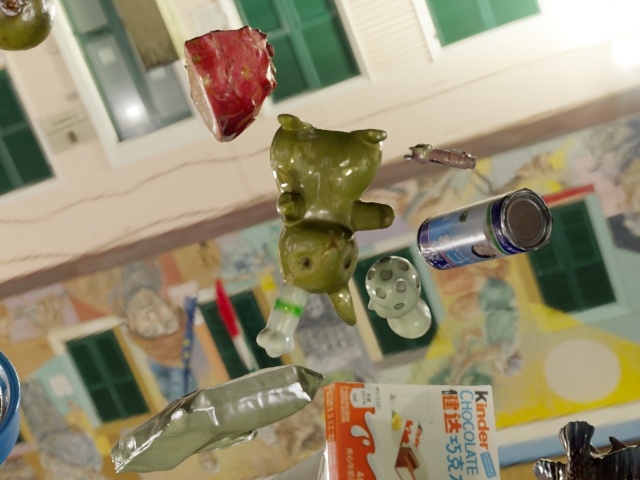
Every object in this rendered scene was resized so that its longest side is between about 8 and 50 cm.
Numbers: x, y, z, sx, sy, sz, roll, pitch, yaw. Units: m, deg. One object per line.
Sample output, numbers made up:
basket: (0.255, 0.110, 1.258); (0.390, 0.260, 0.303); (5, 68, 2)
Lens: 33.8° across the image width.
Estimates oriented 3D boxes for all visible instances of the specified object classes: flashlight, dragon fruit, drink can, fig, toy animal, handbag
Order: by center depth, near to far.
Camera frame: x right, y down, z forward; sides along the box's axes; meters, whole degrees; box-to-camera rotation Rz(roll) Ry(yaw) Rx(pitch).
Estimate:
fig: (-0.475, -0.353, 1.548); (0.142, 0.148, 0.186); (2, -175, -41)
toy animal: (0.397, 0.374, 1.571); (0.218, 0.116, 0.180); (-21, -138, 45)
toy animal: (0.005, -0.012, 1.579); (0.181, 0.363, 0.180); (5, 163, -16)
flashlight: (0.184, -0.130, 1.614); (0.110, 0.031, 0.052); (11, -148, 16)
drink can: (0.250, -0.014, 1.634); (0.097, 0.097, 0.235); (-29, -174, -28)
handbag: (-0.176, 0.296, 1.730); (0.253, 0.109, 0.315); (-32, 167, 38)
dragon fruit: (-0.160, -0.267, 1.870); (0.163, 0.189, 0.262); (1, 165, -4)

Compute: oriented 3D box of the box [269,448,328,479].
box: (-0.036, 0.474, 1.653); (0.260, 0.194, 0.111); (-34, -161, 21)

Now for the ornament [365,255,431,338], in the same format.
ornament: (0.103, 0.077, 1.423); (0.081, 0.075, 0.156); (-30, 152, 2)

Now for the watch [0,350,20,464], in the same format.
watch: (-0.630, 0.322, 1.798); (0.274, 0.305, 0.241); (-33, 164, -33)

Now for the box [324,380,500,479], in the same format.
box: (0.137, 0.341, 1.507); (0.264, 0.273, 0.048); (4, 161, -24)
